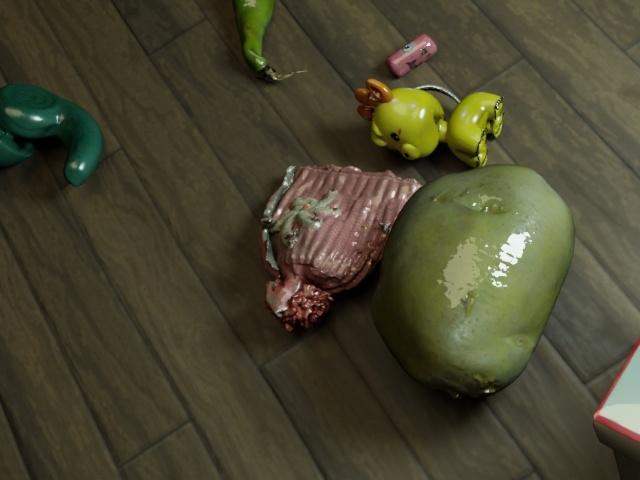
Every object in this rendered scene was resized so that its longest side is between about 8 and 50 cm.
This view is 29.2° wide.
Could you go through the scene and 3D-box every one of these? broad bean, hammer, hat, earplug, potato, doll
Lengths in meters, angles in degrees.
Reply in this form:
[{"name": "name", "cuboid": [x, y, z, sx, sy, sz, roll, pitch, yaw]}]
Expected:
[{"name": "broad bean", "cuboid": [-0.100, -0.391, 2.080, 0.098, 0.056, 0.318, -16, 63, 2]}, {"name": "hammer", "cuboid": [0.144, -0.293, 1.947, 0.083, 0.043, 0.043, -34, 57, 0]}, {"name": "hat", "cuboid": [0.000, 0.000, 1.791, 0.237, 0.107, 0.286, 9, 60, 34]}, {"name": "earplug", "cuboid": [-0.517, -0.163, 2.057, 0.280, 0.164, 0.257, -32, 93, 13]}, {"name": "potato", "cuboid": [0.197, 0.044, 1.631, 0.243, 0.221, 0.326, 23, 74, 18]}, {"name": "doll", "cuboid": [0.154, -0.182, 1.830, 0.221, 0.143, 0.135, 16, 70, 18]}]

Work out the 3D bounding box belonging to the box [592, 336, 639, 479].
[{"name": "box", "cuboid": [0.529, 0.192, 1.386, 0.312, 0.300, 0.314, 26, 73, 29]}]
